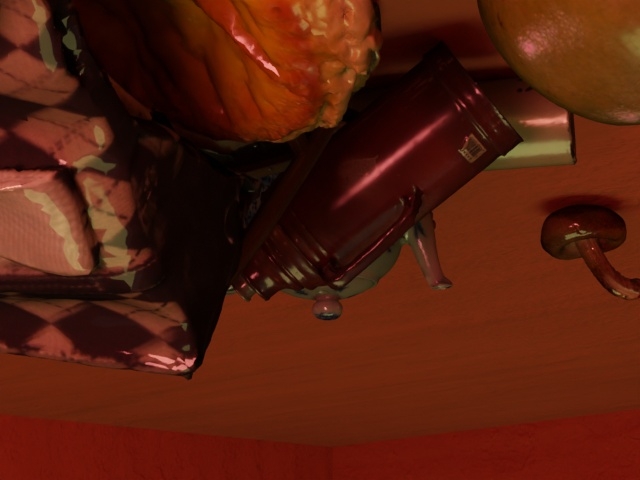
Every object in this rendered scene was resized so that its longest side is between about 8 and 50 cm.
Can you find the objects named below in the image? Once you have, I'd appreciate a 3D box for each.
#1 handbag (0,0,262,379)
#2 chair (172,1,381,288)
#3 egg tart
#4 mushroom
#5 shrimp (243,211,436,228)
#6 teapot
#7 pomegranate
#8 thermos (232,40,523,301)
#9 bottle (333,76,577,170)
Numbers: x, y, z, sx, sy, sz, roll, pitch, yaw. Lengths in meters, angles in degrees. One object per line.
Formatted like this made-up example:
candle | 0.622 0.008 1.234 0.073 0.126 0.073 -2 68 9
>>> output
handbag | -0.214 -0.089 0.730 0.316 0.180 0.416 7 150 20
chair | -0.094 -0.094 1.093 0.188 0.166 0.272 -14 -155 39
egg tart | -0.092 -0.157 0.804 0.294 0.116 0.295 22 161 8
mushroom | 0.279 0.007 1.682 0.129 0.073 0.088 40 135 -16
shrimp | -0.012 -0.010 1.662 0.253 0.058 0.173 -4 175 6
teapot | 0.000 0.000 1.489 0.231 0.159 0.159 -3 166 7
pomegranate | 0.140 -0.147 0.825 0.210 0.179 0.179 3 166 -17
thermos | 0.029 -0.033 1.206 0.232 0.124 0.099 -40 130 6
bottle | 0.095 -0.086 1.293 0.201 0.072 0.072 -4 166 10
